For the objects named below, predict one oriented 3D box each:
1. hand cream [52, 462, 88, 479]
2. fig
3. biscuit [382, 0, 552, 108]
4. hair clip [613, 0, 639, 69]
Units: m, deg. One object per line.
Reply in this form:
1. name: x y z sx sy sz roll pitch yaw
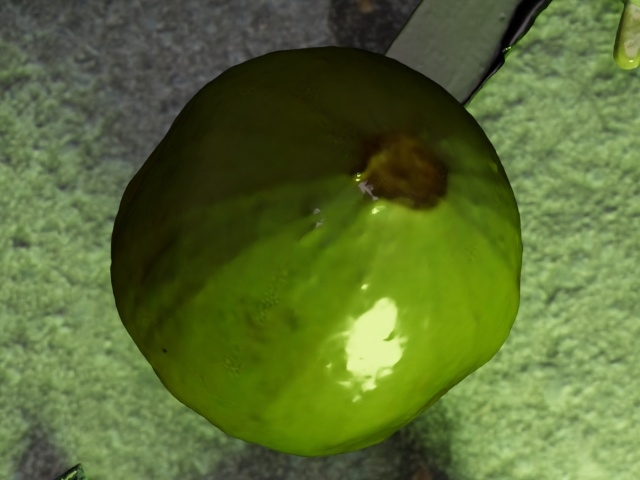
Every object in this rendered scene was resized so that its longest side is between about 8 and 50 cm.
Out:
1. hand cream: -0.168 0.308 1.496 0.075 0.052 0.248 -33 82 -5
2. fig: 0.009 0.000 1.398 0.343 0.343 0.343 0 81 1
3. biscuit: 0.173 -0.243 1.582 0.099 0.038 0.322 35 84 10
4. hair clip: 0.302 -0.214 1.544 0.159 0.071 0.218 -41 89 -7
